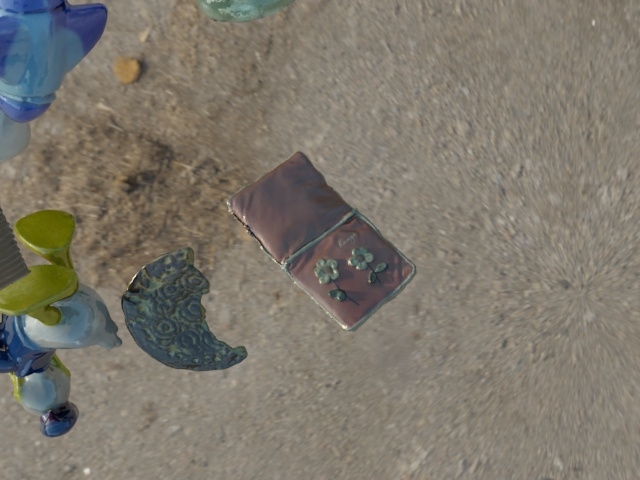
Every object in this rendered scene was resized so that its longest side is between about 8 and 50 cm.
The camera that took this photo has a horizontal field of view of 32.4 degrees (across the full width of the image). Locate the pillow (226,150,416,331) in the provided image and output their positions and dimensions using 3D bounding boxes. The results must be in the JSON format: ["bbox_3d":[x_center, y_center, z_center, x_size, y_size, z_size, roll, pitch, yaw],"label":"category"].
[{"bbox_3d":[0.000,0.000,1.358,0.126,0.043,0.232,-40,75,-19],"label":"pillow"}]

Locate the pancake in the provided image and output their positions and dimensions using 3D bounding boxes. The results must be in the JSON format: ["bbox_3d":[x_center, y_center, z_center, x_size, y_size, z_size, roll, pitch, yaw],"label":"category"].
[{"bbox_3d":[-0.177,0.095,1.484,0.184,0.020,0.191,13,118,-6],"label":"pancake"}]

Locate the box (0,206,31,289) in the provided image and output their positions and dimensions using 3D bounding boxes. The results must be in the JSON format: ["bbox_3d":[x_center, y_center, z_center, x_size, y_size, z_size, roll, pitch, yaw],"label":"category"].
[{"bbox_3d":[-0.287,0.001,0.677,0.178,0.274,0.138,-26,80,-15],"label":"box"}]

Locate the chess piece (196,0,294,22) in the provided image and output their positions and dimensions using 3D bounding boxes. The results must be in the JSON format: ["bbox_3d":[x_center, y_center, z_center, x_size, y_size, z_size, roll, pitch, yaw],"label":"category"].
[{"bbox_3d":[-0.143,-0.494,1.569,0.182,0.330,0.182,-11,42,10],"label":"chess piece"}]

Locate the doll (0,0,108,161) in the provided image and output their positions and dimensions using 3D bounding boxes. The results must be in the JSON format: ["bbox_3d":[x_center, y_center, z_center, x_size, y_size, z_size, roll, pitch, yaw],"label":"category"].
[{"bbox_3d":[-0.447,-0.298,1.508,0.376,0.365,0.187,53,58,-26],"label":"doll"}]

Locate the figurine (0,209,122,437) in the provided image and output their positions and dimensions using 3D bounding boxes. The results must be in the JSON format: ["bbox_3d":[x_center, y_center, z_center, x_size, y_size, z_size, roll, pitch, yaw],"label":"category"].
[{"bbox_3d":[-0.401,0.146,1.444,0.283,0.205,0.338,2,128,13],"label":"figurine"}]
